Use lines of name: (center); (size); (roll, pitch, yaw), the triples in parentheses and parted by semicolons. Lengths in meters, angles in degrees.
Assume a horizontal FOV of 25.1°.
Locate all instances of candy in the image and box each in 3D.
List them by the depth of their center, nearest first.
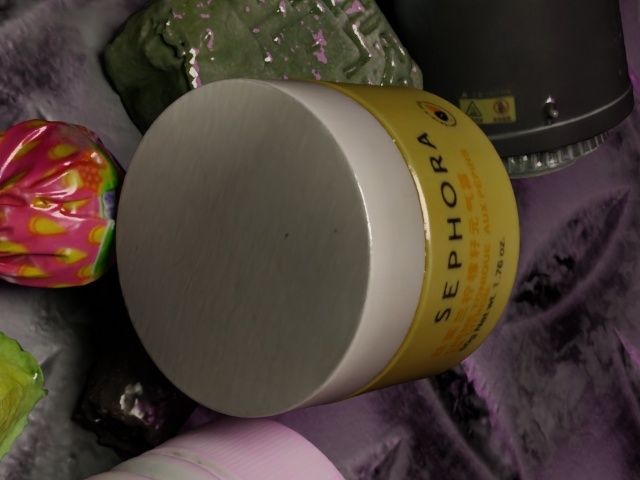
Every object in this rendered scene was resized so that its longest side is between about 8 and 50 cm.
candy: (-0.291, -0.020, 0.932); (0.365, 0.124, 0.124); (-2, 78, -36)

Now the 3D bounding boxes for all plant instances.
plant: (-0.118, 0.085, 1.057); (0.094, 0.092, 0.143); (42, 57, -16)

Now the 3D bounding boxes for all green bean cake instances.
green bean cake: (-0.042, -0.133, 1.181); (0.222, 0.125, 0.227); (53, 52, -16)

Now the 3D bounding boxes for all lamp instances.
lamp: (0.172, -0.192, 1.301); (0.374, 0.205, 0.272); (-17, 97, -77)

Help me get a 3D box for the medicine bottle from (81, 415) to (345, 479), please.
medicine bottle: (-0.132, 0.253, 0.902); (0.316, 0.202, 0.202); (-21, 91, -45)

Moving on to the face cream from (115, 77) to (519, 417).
face cream: (0.000, 0.000, 0.976); (0.179, 0.218, 0.218); (-5, 80, -52)

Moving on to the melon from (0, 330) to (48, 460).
melon: (-0.344, 0.069, 0.674); (0.343, 0.226, 0.331); (36, 60, 1)
